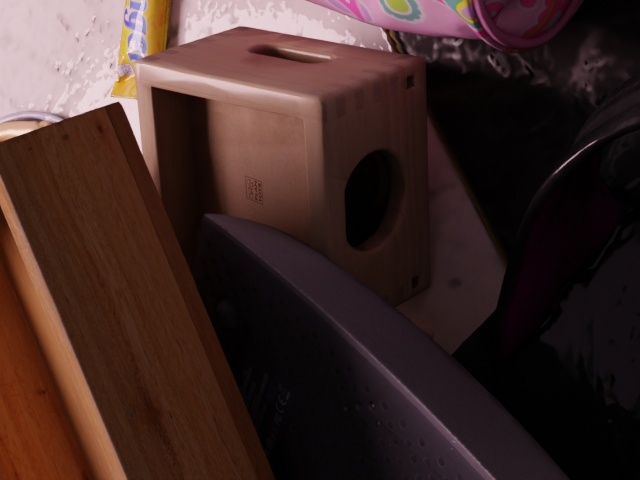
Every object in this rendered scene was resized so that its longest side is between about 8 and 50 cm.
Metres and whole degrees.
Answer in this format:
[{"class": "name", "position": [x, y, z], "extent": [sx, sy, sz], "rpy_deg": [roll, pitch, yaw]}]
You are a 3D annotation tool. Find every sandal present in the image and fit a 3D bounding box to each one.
[{"class": "sandal", "position": [0.139, 0.037, 0.643], "extent": [0.167, 0.107, 0.445], "rpy_deg": [47, 116, 30]}]

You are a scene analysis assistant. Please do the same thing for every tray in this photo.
[{"class": "tray", "position": [-0.084, 0.154, 0.722], "extent": [0.203, 0.076, 0.410], "rpy_deg": [-18, 96, 58]}]

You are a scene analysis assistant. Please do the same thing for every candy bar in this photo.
[{"class": "candy bar", "position": [-0.105, -0.165, 0.903], "extent": [0.040, 0.018, 0.161], "rpy_deg": [8, 93, 38]}]

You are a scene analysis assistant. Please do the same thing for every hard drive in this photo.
[{"class": "hard drive", "position": [0.022, 0.115, 0.676], "extent": [0.255, 0.054, 0.172], "rpy_deg": [43, 133, 31]}]

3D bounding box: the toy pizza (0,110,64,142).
[{"class": "toy pizza", "position": [-0.201, 0.015, 0.960], "extent": [0.201, 0.032, 0.201], "rpy_deg": [-2, 86, 38]}]

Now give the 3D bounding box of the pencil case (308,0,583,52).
[{"class": "pencil case", "position": [0.004, -0.180, 0.754], "extent": [0.284, 0.124, 0.124], "rpy_deg": [23, 102, 36]}]

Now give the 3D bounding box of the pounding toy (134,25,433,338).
[{"class": "pounding toy", "position": [0.007, 0.007, 0.765], "extent": [0.181, 0.094, 0.206], "rpy_deg": [15, 119, 37]}]
